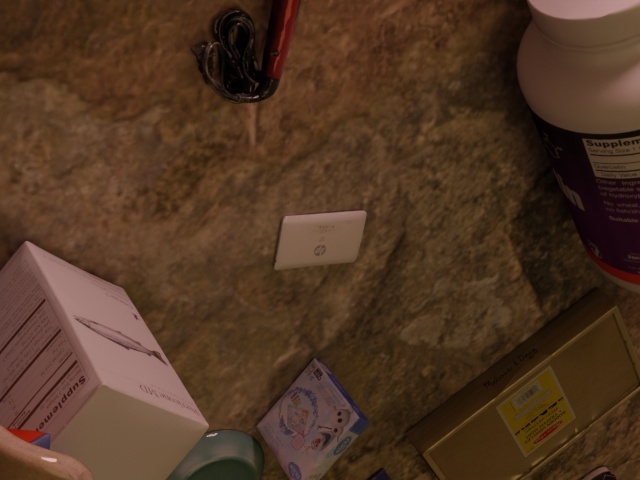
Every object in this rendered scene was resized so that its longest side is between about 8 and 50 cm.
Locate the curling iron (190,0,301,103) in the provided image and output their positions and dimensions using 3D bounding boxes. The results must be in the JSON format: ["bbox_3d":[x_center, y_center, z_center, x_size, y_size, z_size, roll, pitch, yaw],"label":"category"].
[{"bbox_3d":[-0.024,-0.219,0.711,0.068,0.035,0.274,6,117,-34],"label":"curling iron"}]

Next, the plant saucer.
[{"bbox_3d":[-0.105,0.236,0.983,0.119,0.021,0.119,-15,126,-22],"label":"plant saucer"}]

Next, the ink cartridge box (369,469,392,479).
[{"bbox_3d":[0.015,0.446,1.168,0.307,0.072,0.303,-35,131,-3],"label":"ink cartridge box"}]

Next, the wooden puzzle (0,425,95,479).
[{"bbox_3d":[-0.289,0.178,0.671,0.080,0.348,0.322,-34,143,-53],"label":"wooden puzzle"}]

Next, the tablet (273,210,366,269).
[{"bbox_3d":[0.000,0.000,0.895,0.083,0.006,0.054,-5,123,-27],"label":"tablet"}]

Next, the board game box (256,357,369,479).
[{"bbox_3d":[-0.009,0.172,0.949,0.090,0.090,0.020,-49,133,7],"label":"board game box"}]

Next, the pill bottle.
[{"bbox_3d":[0.279,-0.108,0.869,0.181,0.181,0.323,-37,131,-4],"label":"pill bottle"}]

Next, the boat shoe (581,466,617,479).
[{"bbox_3d":[0.329,0.340,1.299,0.125,0.038,0.046,-32,131,-8],"label":"boat shoe"}]

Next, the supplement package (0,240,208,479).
[{"bbox_3d":[-0.180,0.102,0.737,0.105,0.179,0.105,-49,135,6],"label":"supplement package"}]

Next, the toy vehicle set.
[{"bbox_3d":[0.238,0.188,1.143,0.267,0.035,0.166,-36,132,-4],"label":"toy vehicle set"}]
